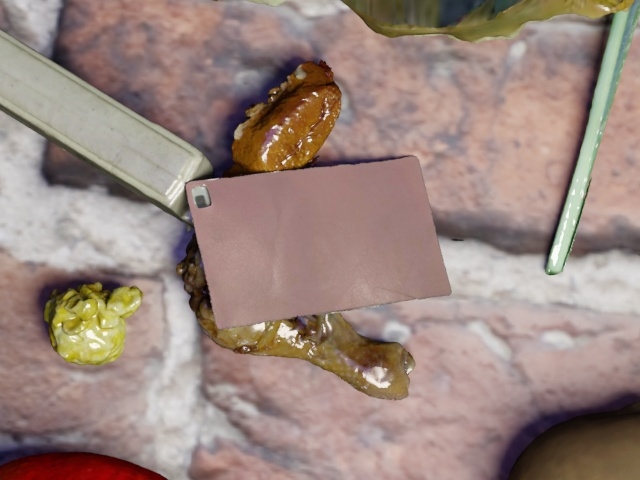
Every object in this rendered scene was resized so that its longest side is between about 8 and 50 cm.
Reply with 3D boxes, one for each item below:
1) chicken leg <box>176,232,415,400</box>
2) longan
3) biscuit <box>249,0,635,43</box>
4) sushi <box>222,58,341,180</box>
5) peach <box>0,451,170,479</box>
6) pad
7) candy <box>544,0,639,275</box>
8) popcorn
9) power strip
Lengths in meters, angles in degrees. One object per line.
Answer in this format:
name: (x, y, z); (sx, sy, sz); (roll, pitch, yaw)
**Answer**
chicken leg: (-0.019, 0.061, 1.122); (0.198, 0.069, 0.085); (31, 62, 0)
longan: (0.217, 0.192, 1.035); (0.189, 0.189, 0.189); (0, 83, 3)
biscuit: (0.051, -0.250, 1.095); (0.335, 0.078, 0.329); (-33, 92, 24)
sushi: (-0.029, -0.086, 1.143); (0.118, 0.061, 0.060); (-39, 39, -18)
peach: (-0.165, 0.225, 1.066); (0.267, 0.159, 0.154); (27, 79, 8)
pad: (0.000, 0.000, 1.112); (0.188, 0.006, 0.113); (-8, 75, -22)
candy: (0.217, -0.135, 1.127); (0.092, 0.093, 0.335); (16, 91, 19)
popcorn: (-0.166, 0.058, 1.129); (0.083, 0.059, 0.068); (-35, 121, 7)
power strip: (-0.196, -0.100, 1.141); (0.272, 0.078, 0.052); (32, 84, 7)
